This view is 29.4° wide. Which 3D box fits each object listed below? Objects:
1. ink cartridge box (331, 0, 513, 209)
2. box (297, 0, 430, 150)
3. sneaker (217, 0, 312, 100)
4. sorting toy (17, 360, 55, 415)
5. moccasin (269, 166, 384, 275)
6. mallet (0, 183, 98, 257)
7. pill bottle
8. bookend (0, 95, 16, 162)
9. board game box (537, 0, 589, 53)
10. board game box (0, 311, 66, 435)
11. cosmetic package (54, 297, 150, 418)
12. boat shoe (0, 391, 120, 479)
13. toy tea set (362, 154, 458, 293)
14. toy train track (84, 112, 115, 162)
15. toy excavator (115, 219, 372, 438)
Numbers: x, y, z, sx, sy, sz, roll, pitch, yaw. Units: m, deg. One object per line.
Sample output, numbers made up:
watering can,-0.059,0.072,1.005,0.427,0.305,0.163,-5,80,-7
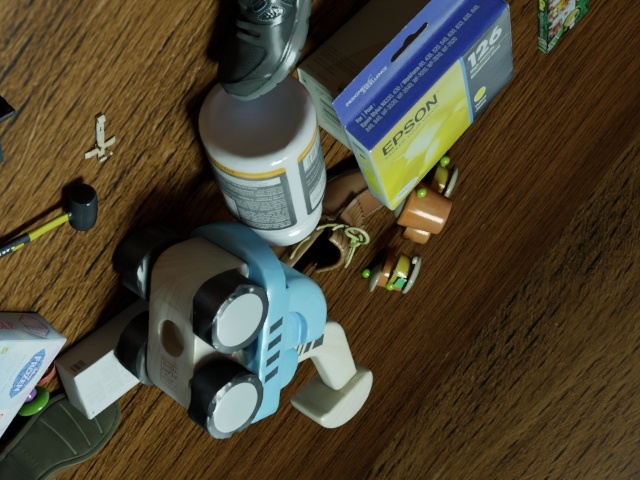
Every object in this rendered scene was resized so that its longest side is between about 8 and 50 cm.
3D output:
ink cartridge box,0.165,-0.223,1.805,0.303,0.072,0.307,-46,160,-7
box,0.119,-0.293,1.858,0.311,0.121,0.148,-44,158,-13
sneaker,-0.071,-0.322,1.493,0.139,0.125,0.341,5,131,-31
sorting toy,-0.412,0.197,1.718,0.102,0.061,0.042,-85,157,-50
moccasin,0.001,-0.002,2.075,0.380,0.147,0.139,-34,154,-35
mallet,-0.360,-0.003,1.531,0.189,0.039,0.062,-35,157,-21
pill bottle,-0.074,-0.109,1.733,0.162,0.162,0.278,-43,158,-15
bookend,-0.363,-0.103,1.179,0.072,0.157,0.156,-37,155,-29
board game box,0.476,-0.479,2.378,0.136,0.030,0.260,-48,159,-9
board game box,-0.519,0.231,1.557,0.319,0.066,0.318,-54,158,10
cosmetic package,-0.289,0.160,1.875,0.239,0.060,0.099,-37,137,-29
boat shoe,-0.438,0.327,1.853,0.307,0.111,0.104,-36,-178,-44
toy tea set,0.161,-0.018,2.470,0.200,0.124,0.336,-73,-174,-61
toy train track,-0.271,-0.125,1.520,0.048,0.014,0.083,-37,155,-30
toy excavator,-0.072,0.152,1.881,0.445,0.222,0.433,-20,126,-40
